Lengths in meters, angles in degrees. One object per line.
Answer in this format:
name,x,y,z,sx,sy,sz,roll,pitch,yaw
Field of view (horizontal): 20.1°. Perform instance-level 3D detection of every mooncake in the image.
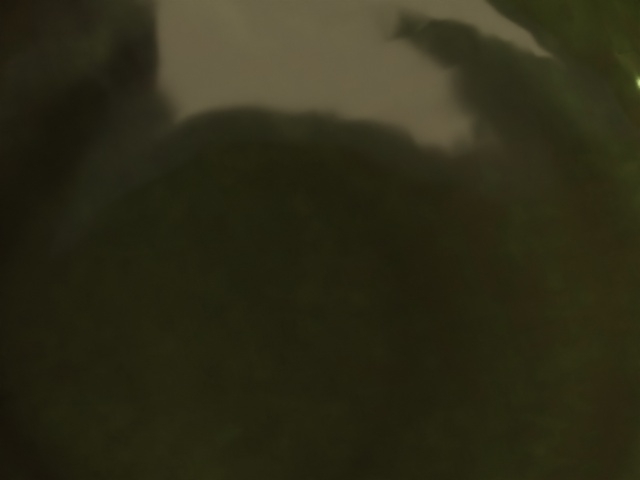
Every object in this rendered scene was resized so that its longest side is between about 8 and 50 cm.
mooncake,0.000,0.000,0.503,0.245,0.133,0.245,4,116,9
